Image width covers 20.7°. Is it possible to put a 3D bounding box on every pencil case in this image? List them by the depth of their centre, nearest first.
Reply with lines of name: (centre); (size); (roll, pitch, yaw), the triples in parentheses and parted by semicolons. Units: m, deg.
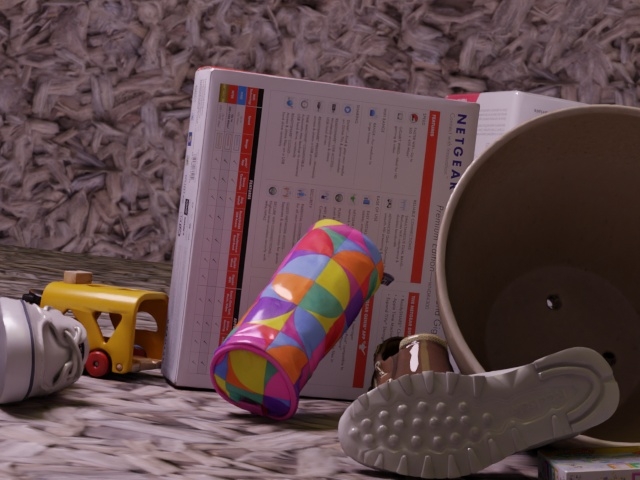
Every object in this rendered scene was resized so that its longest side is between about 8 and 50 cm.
pencil case: (-0.018, 0.077, 1.712); (0.104, 0.104, 0.236); (7, 34, 26)

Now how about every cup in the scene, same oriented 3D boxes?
cup: (0.258, 0.067, 1.672); (0.331, 0.331, 0.237); (6, -21, -3)

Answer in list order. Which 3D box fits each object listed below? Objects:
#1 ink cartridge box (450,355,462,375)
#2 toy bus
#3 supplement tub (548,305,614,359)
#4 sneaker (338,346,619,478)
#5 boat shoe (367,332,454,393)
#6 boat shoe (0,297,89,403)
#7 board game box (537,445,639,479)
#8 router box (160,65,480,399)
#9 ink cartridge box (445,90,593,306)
ink cartridge box: (0.153, 0.115, 2.027); (0.052, 0.122, 0.088); (7, 2, 17)
toy bus: (-0.261, 0.086, 1.884); (0.202, 0.104, 0.191); (6, 2, -24)
supplement tub: (0.269, 0.125, 1.845); (0.190, 0.117, 0.117); (-3, 2, -2)
sneaker: (0.127, 0.151, 1.448); (0.235, 0.090, 0.095); (-7, -11, -11)
boat shoe: (0.088, 0.135, 1.656); (0.095, 0.095, 0.257); (6, 2, -10)
boat shoe: (-0.260, 0.105, 1.636); (0.088, 0.096, 0.267); (1, -5, -9)
board game box: (0.261, 0.186, 1.409); (0.154, 0.026, 0.103); (-2, 3, -6)
router box: (0.000, 0.000, 1.870); (0.301, 0.335, 0.082); (7, 2, -16)
ink cartridge box: (0.279, -0.021, 2.622); (0.160, 0.385, 0.279); (9, 1, -19)
